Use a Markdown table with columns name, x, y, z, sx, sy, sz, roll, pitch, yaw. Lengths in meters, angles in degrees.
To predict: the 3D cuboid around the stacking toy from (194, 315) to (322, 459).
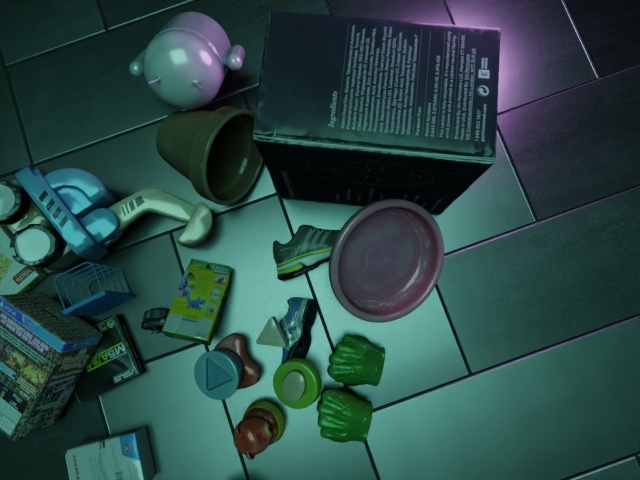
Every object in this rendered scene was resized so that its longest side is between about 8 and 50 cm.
| name | x | y | z | sx | sy | sz | roll | pitch | yaw |
| --- | --- | --- | --- | --- | --- | --- | --- | --- | --- |
| stacking toy | -0.168 | 0.374 | 1.210 | 0.279 | 0.130 | 0.309 | -40 | 82 | 16 |

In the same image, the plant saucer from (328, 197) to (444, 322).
| name | x | y | z | sx | sy | sz | roll | pitch | yaw |
| --- | --- | --- | --- | --- | --- | --- | --- | --- | --- |
| plant saucer | 0.167 | 0.049 | 1.241 | 0.332 | 0.084 | 0.332 | -6 | 108 | -21 |

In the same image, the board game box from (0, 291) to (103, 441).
| name | x | y | z | sx | sy | sz | roll | pitch | yaw |
| --- | --- | --- | --- | --- | --- | --- | --- | --- | --- |
| board game box | -0.766 | 0.320 | 1.238 | 0.232 | 0.141 | 0.291 | 30 | 94 | 12 |

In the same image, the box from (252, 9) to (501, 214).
| name | x | y | z | sx | sy | sz | roll | pitch | yaw |
| --- | --- | --- | --- | --- | --- | --- | --- | --- | --- |
| box | 0.119 | -0.270 | 1.142 | 0.472 | 0.480 | 0.297 | 5 | 81 | 2 |

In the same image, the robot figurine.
| name | x | y | z | sx | sy | sz | roll | pitch | yaw |
| --- | --- | --- | --- | --- | --- | --- | --- | --- | --- |
| robot figurine | -0.354 | -0.485 | 1.270 | 0.300 | 0.199 | 0.353 | -6 | 39 | 4 |

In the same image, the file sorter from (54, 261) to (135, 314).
| name | x | y | z | sx | sy | sz | roll | pitch | yaw |
| --- | --- | --- | --- | --- | --- | --- | --- | --- | --- |
| file sorter | -0.611 | 0.131 | 1.276 | 0.118 | 0.170 | 0.104 | -27 | 80 | -1 |

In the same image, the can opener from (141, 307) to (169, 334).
| name | x | y | z | sx | sy | sz | roll | pitch | yaw |
| --- | --- | --- | --- | --- | --- | --- | --- | --- | --- |
| can opener | -0.406 | 0.222 | 1.311 | 0.186 | 0.059 | 0.073 | -4 | 82 | 2 |

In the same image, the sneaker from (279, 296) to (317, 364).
| name | x | y | z | sx | sy | sz | roll | pitch | yaw |
| --- | --- | --- | --- | --- | --- | --- | --- | --- | --- |
| sneaker | -0.072 | 0.256 | 1.297 | 0.081 | 0.080 | 0.211 | 14 | 86 | 31 |

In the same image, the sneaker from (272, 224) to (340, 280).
| name | x | y | z | sx | sy | sz | roll | pitch | yaw |
| --- | --- | --- | --- | --- | --- | --- | --- | --- | --- |
| sneaker | 0.000 | 0.000 | 1.303 | 0.300 | 0.111 | 0.121 | -23 | 79 | -3 |

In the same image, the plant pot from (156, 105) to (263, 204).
| name | x | y | z | sx | sy | sz | roll | pitch | yaw |
| --- | --- | --- | --- | --- | --- | --- | --- | --- | --- |
| plant pot | -0.316 | -0.256 | 1.290 | 0.229 | 0.263 | 0.263 | 23 | 84 | 21 |

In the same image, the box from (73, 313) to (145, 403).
| name | x | y | z | sx | sy | sz | roll | pitch | yaw |
| --- | --- | --- | --- | --- | --- | --- | --- | --- | --- |
| box | -0.614 | 0.328 | 1.313 | 0.191 | 0.045 | 0.184 | -25 | 80 | 0 |

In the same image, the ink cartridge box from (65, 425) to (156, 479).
| name | x | y | z | sx | sy | sz | roll | pitch | yaw |
| --- | --- | --- | --- | --- | --- | --- | --- | --- | --- |
| ink cartridge box | -0.558 | 0.596 | 1.259 | 0.191 | 0.082 | 0.139 | -15 | 82 | 2 |

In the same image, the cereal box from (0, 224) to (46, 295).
| name | x | y | z | sx | sy | sz | roll | pitch | yaw |
| --- | --- | --- | --- | --- | --- | --- | --- | --- | --- |
| cereal box | -0.936 | 0.068 | 1.355 | 0.173 | 0.047 | 0.240 | -42 | 83 | -3 |

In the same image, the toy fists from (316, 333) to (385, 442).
| name | x | y | z | sx | sy | sz | roll | pitch | yaw |
| --- | --- | --- | --- | --- | --- | --- | --- | --- | --- |
| toy fists | 0.072 | 0.392 | 1.257 | 0.142 | 0.096 | 0.279 | 16 | 82 | -9 |

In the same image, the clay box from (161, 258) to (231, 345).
| name | x | y | z | sx | sy | sz | roll | pitch | yaw |
| --- | --- | --- | --- | --- | --- | --- | --- | --- | --- |
| clay box | -0.330 | 0.165 | 1.292 | 0.128 | 0.053 | 0.222 | 12 | 59 | 4 |

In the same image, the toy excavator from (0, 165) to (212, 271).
| name | x | y | z | sx | sy | sz | roll | pitch | yaw |
| --- | --- | --- | --- | --- | --- | --- | --- | --- | --- |
| toy excavator | -0.581 | -0.074 | 1.278 | 0.445 | 0.222 | 0.433 | -39 | 89 | -13 |
